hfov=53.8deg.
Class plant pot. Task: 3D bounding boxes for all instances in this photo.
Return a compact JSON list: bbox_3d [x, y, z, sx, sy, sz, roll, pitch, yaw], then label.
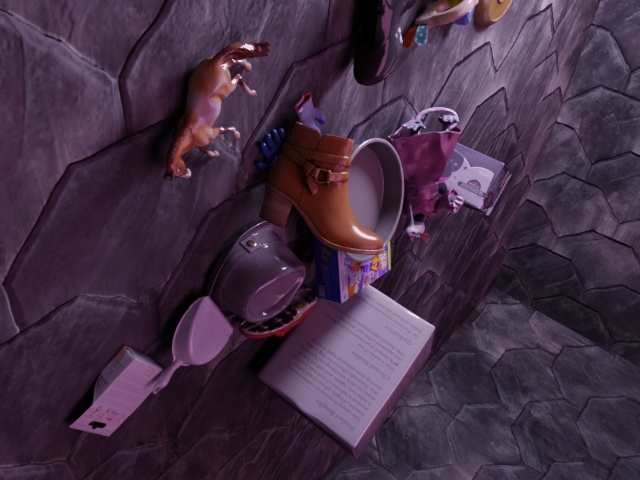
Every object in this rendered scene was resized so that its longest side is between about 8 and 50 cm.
[{"bbox_3d":[0.522,-0.730,1.825,0.236,0.032,0.236,-42,150,-31],"label":"plant pot"}]

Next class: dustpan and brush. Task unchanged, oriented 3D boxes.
[{"bbox_3d":[-0.280,0.234,1.330,0.211,0.060,0.147,-64,146,-31],"label":"dustpan and brush"}]

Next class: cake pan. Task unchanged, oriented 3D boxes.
[{"bbox_3d":[0.101,-0.096,1.488,0.293,0.054,0.293,-20,116,-49],"label":"cake pan"}]

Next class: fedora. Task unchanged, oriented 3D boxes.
[{"bbox_3d":[-0.126,0.087,1.431,0.275,0.124,0.243,-28,141,-47],"label":"fedora"}]

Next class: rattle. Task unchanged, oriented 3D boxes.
[{"bbox_3d":[0.265,-0.568,1.499,0.200,0.130,0.142,-29,138,-2],"label":"rattle"}]

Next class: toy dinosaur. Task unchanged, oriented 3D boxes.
[{"bbox_3d":[0.000,0.000,1.643,0.118,0.064,0.268,-49,157,-34],"label":"toy dinosaur"}]

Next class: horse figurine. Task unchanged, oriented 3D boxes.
[{"bbox_3d":[-0.179,-0.228,1.068,0.174,0.066,0.263,-12,130,-64],"label":"horse figurine"}]

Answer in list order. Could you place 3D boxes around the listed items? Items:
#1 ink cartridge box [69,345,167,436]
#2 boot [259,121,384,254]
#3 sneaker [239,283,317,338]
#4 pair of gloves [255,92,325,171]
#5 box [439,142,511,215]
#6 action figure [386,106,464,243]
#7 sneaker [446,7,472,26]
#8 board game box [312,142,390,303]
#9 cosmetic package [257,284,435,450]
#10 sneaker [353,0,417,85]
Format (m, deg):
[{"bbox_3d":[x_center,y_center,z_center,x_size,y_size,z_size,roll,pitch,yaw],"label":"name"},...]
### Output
[{"bbox_3d":[-0.408,0.306,1.271,0.179,0.045,0.145,-45,153,-7],"label":"ink cartridge box"},{"bbox_3d":[0.031,-0.104,1.310,0.109,0.283,0.220,-36,148,-79],"label":"boot"},{"bbox_3d":[-0.106,0.206,1.624,0.279,0.107,0.118,-20,140,-52],"label":"sneaker"},{"bbox_3d":[-0.063,-0.212,1.339,0.198,0.023,0.159,-47,154,-14],"label":"pair of gloves"},{"bbox_3d":[0.447,-0.207,2.000,0.163,0.247,0.142,-62,153,6],"label":"box"},{"bbox_3d":[0.270,-0.167,1.785,0.275,0.248,0.370,-77,169,-61],"label":"action figure"},{"bbox_3d":[0.376,-0.628,1.615,0.080,0.081,0.211,-53,155,-15],"label":"sneaker"},{"bbox_3d":[0.079,-0.049,1.587,0.233,0.078,0.347,-30,123,-46],"label":"board game box"},{"bbox_3d":[0.085,0.358,1.831,0.393,0.329,0.327,-51,161,-15],"label":"cosmetic package"},{"bbox_3d":[0.121,-0.471,1.324,0.130,0.109,0.286,7,102,-56],"label":"sneaker"}]
